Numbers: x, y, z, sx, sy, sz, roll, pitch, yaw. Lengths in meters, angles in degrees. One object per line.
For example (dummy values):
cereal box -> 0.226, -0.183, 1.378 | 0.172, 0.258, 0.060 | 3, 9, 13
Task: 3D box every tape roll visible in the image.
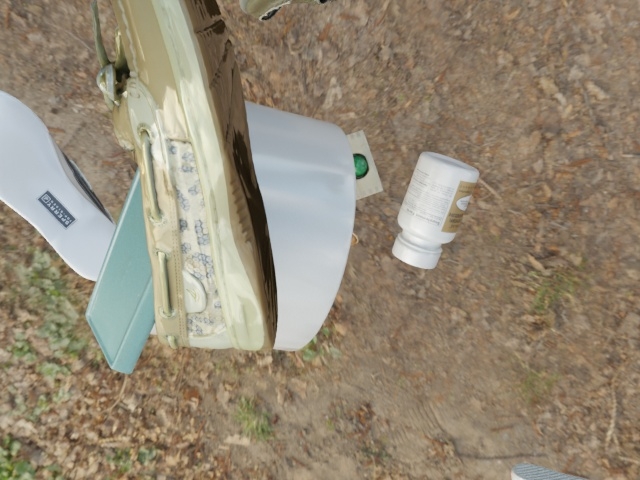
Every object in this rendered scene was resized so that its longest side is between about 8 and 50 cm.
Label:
tape roll -> -0.091, -0.018, 0.661 | 0.169, 0.246, 0.246 | 10, 95, -22

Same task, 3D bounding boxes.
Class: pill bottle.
pill bottle -> 0.239, -0.063, 1.400 | 0.131, 0.131, 0.229 | 17, 107, -5

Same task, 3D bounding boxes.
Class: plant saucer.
plant saucer -> -0.130, 0.021, 0.461 | 0.067, 0.018, 0.192 | 54, 132, 24

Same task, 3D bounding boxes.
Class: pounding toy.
pounding toy -> 0.034, -0.129, 1.137 | 0.100, 0.141, 0.130 | -20, 94, -10

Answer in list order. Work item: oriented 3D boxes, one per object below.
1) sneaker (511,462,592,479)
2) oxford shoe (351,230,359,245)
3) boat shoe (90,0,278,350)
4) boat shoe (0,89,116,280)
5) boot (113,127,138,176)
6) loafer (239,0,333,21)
sneaker -> 0.265, 0.290, 0.689 | 0.134, 0.051, 0.070 | 10, 103, 34
oxford shoe -> 0.000, 0.000, 1.656 | 0.076, 0.212, 0.076 | -61, 139, -34
boat shoe -> -0.089, -0.045, 0.401 | 0.089, 0.104, 0.285 | -7, 117, 4
boat shoe -> -0.375, -0.073, 0.909 | 0.108, 0.102, 0.301 | -42, 104, -9
boot -> -0.271, -0.185, 1.144 | 0.152, 0.197, 0.073 | -37, 75, -17
loafer -> -0.020, -0.310, 0.780 | 0.087, 0.251, 0.094 | 44, 72, -18
